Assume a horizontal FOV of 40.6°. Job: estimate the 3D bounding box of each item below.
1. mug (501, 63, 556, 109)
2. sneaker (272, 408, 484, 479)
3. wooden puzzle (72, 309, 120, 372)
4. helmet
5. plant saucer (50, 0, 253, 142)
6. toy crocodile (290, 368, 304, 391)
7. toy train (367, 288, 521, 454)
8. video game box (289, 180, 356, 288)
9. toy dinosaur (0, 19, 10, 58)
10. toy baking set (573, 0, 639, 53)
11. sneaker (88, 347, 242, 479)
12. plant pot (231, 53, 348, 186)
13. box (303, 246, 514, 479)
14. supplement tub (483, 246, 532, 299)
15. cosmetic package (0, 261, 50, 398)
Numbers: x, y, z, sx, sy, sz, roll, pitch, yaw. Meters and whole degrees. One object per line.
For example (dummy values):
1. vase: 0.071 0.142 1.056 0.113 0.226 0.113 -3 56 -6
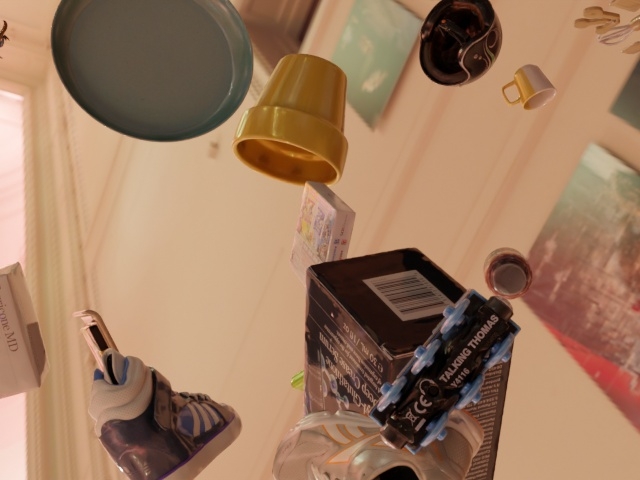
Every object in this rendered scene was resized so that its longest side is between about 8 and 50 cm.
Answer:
1. mug: 0.356 -0.266 1.480 0.078 0.062 0.064 -11 -112 -28
2. sneaker: 0.043 0.251 0.942 0.099 0.263 0.121 56 -145 -20
3. wooden puzzle: -0.444 0.250 1.816 0.238 0.044 0.221 59 158 -6
4. helmet: 0.278 -0.391 1.718 0.169 0.169 0.161 32 163 19
5. plant saucer: -0.265 -0.297 1.380 0.318 0.317 0.044 19 160 -13
6. toy crocodile: 0.051 0.366 2.150 0.341 0.115 0.105 25 -142 -54
7. toy train: 0.125 0.129 0.864 0.080 0.184 0.105 39 -178 7
8. video game box: 0.000 0.000 1.682 0.048 0.187 0.205 3 -161 -19
9. toy dinosaur: -0.657 -0.387 1.753 0.047 0.082 0.090 34 -140 -13
10. toy baking set: 0.599 -0.421 1.643 0.197 0.030 0.256 -6 166 41
11. sneaker: -0.257 0.261 1.412 0.236 0.130 0.323 61 -163 -2
12. plant pot: -0.046 -0.276 1.942 0.254 0.238 0.254 15 164 4
13. box: 0.121 0.256 1.386 0.212 0.395 0.293 -10 -153 -22
14. supplement tub: 0.415 0.075 1.921 0.106 0.106 0.198 27 -171 6
15. cosmetic package: -0.688 0.191 1.489 0.385 0.217 0.156 -16 -171 -6
